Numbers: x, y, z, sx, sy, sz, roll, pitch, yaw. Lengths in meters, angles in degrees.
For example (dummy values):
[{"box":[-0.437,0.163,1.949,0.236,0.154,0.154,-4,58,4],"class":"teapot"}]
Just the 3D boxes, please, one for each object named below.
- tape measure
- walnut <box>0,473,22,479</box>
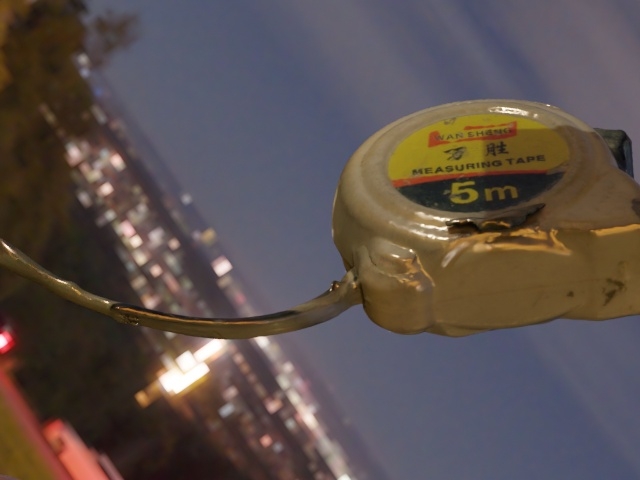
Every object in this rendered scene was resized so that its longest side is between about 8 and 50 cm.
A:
[{"box":[0.000,0.001,0.968,0.164,0.330,0.084,-91,174,-62],"class":"tape measure"},{"box":[-0.209,0.251,1.268,0.203,0.203,0.298,54,11,20],"class":"walnut"}]
